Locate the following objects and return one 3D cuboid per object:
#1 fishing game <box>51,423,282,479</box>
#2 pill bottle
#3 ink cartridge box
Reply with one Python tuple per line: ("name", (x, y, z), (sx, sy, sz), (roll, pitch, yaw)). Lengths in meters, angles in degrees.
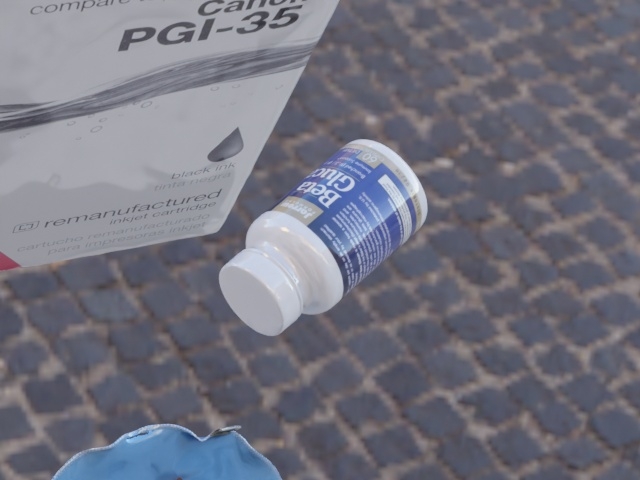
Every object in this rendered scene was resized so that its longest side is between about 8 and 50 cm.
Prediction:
("fishing game", (-0.084, 0.189, 1.007), (0.264, 0.189, 0.041), (9, 10, -32))
("pill bottle", (0.000, 0.000, 1.488), (0.094, 0.094, 0.169), (32, 55, 26))
("ink cartridge box", (-0.115, -0.096, 0.719), (0.207, 0.283, 0.117), (-10, 68, -22))
